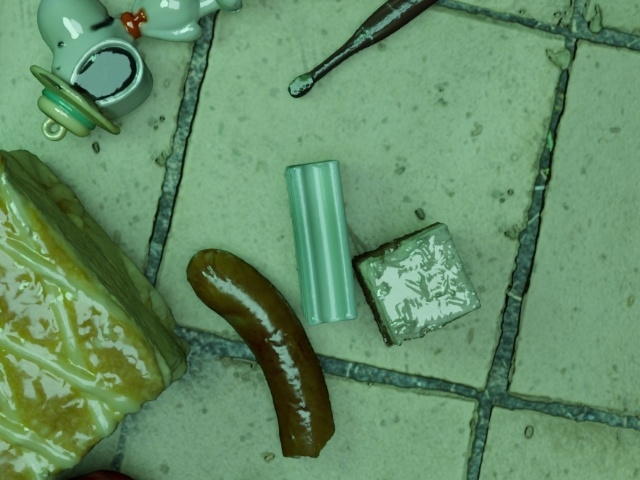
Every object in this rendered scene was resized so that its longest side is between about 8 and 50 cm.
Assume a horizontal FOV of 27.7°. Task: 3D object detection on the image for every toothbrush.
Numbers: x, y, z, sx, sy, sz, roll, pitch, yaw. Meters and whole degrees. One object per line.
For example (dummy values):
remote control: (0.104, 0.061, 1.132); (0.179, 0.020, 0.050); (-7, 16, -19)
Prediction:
toothbrush: (0.105, -0.298, 1.664); (0.364, 0.041, 0.041); (-37, 96, -1)

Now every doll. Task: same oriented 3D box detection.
doll: (-0.224, -0.241, 1.594); (0.271, 0.144, 0.208); (-10, 86, 1)

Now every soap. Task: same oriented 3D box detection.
soap: (0.000, 0.000, 1.638); (0.066, 0.119, 0.198); (-7, 95, -3)

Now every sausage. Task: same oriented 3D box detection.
sausage: (-0.066, 0.137, 1.666); (0.103, 0.076, 0.302); (-28, 96, -2)

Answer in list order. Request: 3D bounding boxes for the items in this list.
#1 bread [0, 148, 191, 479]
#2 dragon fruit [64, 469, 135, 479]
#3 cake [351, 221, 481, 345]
bread: (-0.397, 0.117, 1.542); (0.371, 0.279, 0.390); (-41, 96, 2)
dragon fruit: (-0.282, 0.373, 1.622); (0.209, 0.172, 0.172); (-11, 95, -1)
cake: (0.122, 0.057, 1.637); (0.135, 0.147, 0.134); (-24, 96, -4)
